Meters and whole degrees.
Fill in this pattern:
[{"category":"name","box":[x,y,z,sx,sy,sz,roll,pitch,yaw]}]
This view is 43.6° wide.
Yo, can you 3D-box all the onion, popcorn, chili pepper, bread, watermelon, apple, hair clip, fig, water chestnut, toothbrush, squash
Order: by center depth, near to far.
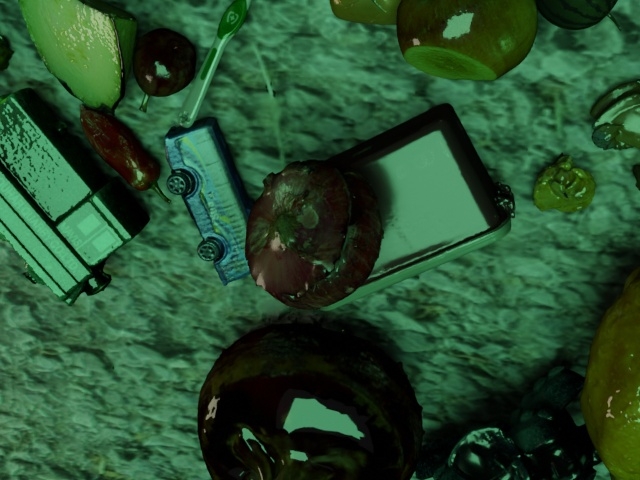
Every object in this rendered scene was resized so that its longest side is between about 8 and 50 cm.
[{"category":"onion","box":[0.000,0.000,0.944,0.184,0.184,0.147,-30,144,18]},{"category":"watermelon","box":[0.316,-0.300,0.963,0.105,0.105,0.133,-42,86,21]},{"category":"apple","box":[0.182,-0.262,0.970,0.163,0.146,0.147,-50,131,-10]},{"category":"bread","box":[0.066,-0.314,1.016,0.115,0.056,0.082,9,114,3]},{"category":"bread","box":[0.540,0.198,1.029,0.394,0.250,0.361,14,82,0]},{"category":"toothbrush","box":[-0.116,-0.282,1.046,0.030,0.030,0.304,27,106,-5]},{"category":"squash","box":[-0.305,-0.271,1.075,0.192,0.085,0.184,31,145,20]},{"category":"fig","box":[-0.222,-0.226,1.086,0.089,0.089,0.125,41,137,-12]},{"category":"popcorn","box":[0.331,-0.082,1.094,0.084,0.084,0.084,3,114,6]},{"category":"chili pepper","box":[-0.280,-0.122,1.148,0.059,0.050,0.191,-41,92,24]},{"category":"water chestnut","box":[-0.018,0.295,1.165,0.350,0.302,0.350,3,111,9]},{"category":"hair clip","box":[0.288,0.331,1.187,0.310,0.206,0.194,-38,86,21]}]

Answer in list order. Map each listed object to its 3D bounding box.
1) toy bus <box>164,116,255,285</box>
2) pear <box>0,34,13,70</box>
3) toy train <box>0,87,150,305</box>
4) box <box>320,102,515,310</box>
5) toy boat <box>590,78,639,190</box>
[{"category":"toy bus","box":[-0.148,-0.055,1.146,0.094,0.079,0.236,-17,111,13]},{"category":"pear","box":[-0.558,-0.256,1.012,0.164,0.255,0.238,-32,112,17]},{"category":"toy train","box":[-0.393,-0.073,1.145,0.178,0.138,0.330,-35,103,10]},{"category":"box","box":[0.093,-0.050,1.063,0.294,0.193,0.167,-24,104,17]},{"category":"toy boat","box":[0.495,-0.094,1.048,0.321,0.089,0.121,25,120,-7]}]
